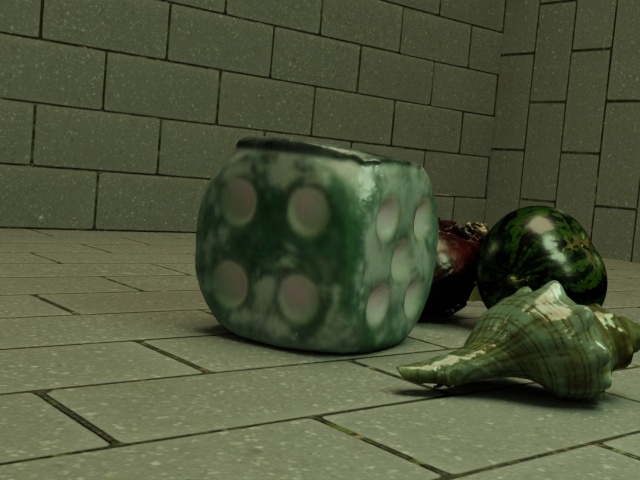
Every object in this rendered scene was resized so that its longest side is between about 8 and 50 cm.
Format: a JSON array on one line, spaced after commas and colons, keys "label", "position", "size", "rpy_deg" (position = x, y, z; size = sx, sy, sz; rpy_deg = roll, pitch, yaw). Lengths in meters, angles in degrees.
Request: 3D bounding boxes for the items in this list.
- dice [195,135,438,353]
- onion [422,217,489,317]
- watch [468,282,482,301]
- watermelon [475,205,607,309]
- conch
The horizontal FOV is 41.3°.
[{"label": "dice", "position": [0.000, 0.000, 1.509], "size": [0.328, 0.348, 0.330], "rpy_deg": [10, 8, 30]}, {"label": "onion", "position": [0.234, 0.058, 1.815], "size": [0.281, 0.221, 0.281], "rpy_deg": [-23, 0, 0]}, {"label": "watch", "position": [0.413, 0.119, 2.152], "size": [0.268, 0.102, 0.165], "rpy_deg": [13, 9, -15]}, {"label": "watermelon", "position": [0.435, 0.064, 1.698], "size": [0.269, 0.269, 0.269], "rpy_deg": [5, 5, 0]}, {"label": "conch", "position": [0.297, 0.143, 1.226], "size": [0.386, 0.169, 0.203], "rpy_deg": [6, -21, -5]}]
